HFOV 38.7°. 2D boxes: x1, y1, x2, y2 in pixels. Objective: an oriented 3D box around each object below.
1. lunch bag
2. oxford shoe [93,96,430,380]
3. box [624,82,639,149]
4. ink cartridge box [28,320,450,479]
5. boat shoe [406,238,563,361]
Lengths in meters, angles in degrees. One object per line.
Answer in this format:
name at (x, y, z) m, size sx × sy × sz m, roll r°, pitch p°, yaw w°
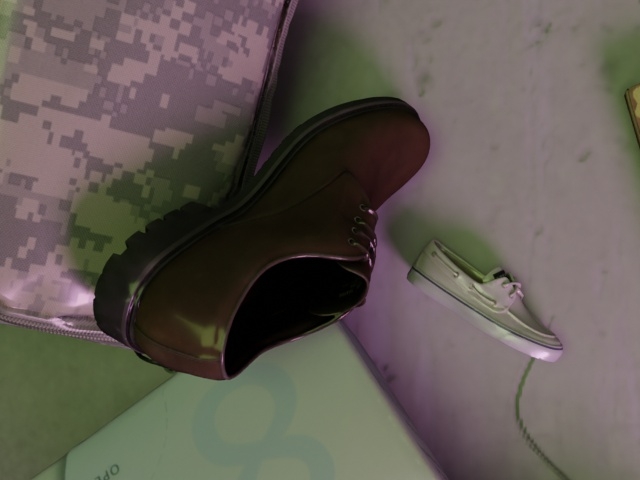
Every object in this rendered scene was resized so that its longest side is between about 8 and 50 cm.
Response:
lunch bag at (-0.149, -0.098, 0.527) m, size 0.255 × 0.212 × 0.305 m, roll 14°, pitch 97°, yaw 1°
oxford shoe at (0.000, 0.000, 0.477) m, size 0.096 × 0.227 × 0.083 m, roll 26°, pitch 140°, yaw 28°
box at (0.268, -0.009, 0.474) m, size 0.164 × 0.021 × 0.201 m, roll -16°, pitch 85°, yaw 18°
ink cartridge box at (-0.031, 0.255, 0.441) m, size 0.308 × 0.091 × 0.385 m, roll -35°, pitch 55°, yaw 2°
boat shoe at (0.099, 0.032, 0.527) m, size 0.100 × 0.035 × 0.035 m, roll 33°, pitch 104°, yaw 22°
